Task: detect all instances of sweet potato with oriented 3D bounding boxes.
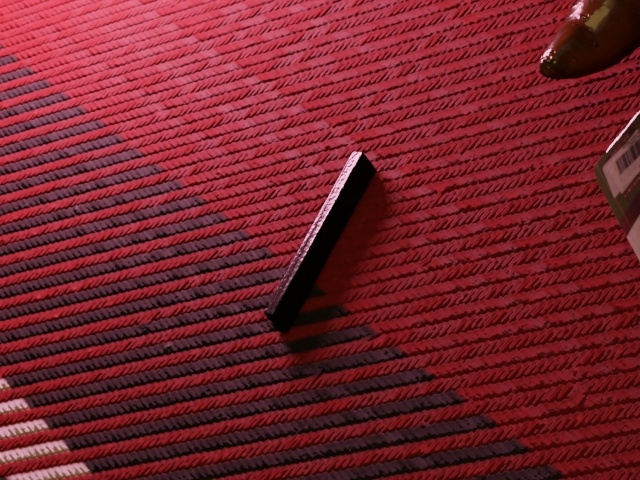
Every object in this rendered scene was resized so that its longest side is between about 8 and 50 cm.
[{"bbox_3d":[0.326,-0.273,1.635,0.112,0.112,0.359,16,68,40],"label":"sweet potato"}]

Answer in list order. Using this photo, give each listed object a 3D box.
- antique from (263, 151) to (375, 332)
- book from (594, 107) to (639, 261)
[{"bbox_3d":[0.000,0.000,1.683,0.015,0.031,0.192,11,64,38],"label":"antique"},{"bbox_3d":[0.329,-0.030,1.432,0.201,0.026,0.289,-54,38,32],"label":"book"}]
